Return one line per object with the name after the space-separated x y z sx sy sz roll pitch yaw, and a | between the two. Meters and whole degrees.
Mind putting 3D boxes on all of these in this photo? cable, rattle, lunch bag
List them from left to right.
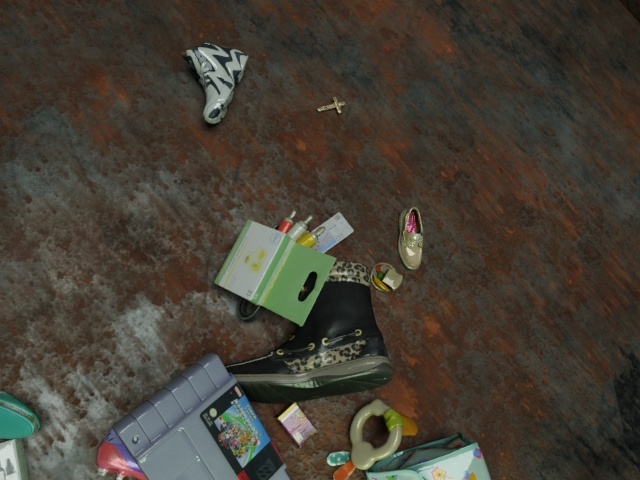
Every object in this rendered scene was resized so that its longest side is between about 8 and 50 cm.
-0.121 0.050 1.171 0.139 0.072 0.287 32 73 32 | cable
0.121 0.479 1.153 0.130 0.143 0.199 29 81 27 | rattle
0.247 0.580 1.096 0.262 0.160 0.223 -15 82 -10 | lunch bag

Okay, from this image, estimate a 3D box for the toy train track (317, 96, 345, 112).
0.029 -0.374 1.390 0.083 0.014 0.048 -19 87 -16 | toy train track

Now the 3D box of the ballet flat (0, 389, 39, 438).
-0.647 0.310 0.926 0.248 0.087 0.083 9 108 -11 | ballet flat

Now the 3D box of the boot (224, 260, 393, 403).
-0.040 0.203 1.117 0.378 0.138 0.284 -11 54 11 | boot

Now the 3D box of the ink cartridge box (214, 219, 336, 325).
-0.105 0.066 1.103 0.235 0.056 0.171 20 77 34 | ink cartridge box

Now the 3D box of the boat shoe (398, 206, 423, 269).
0.244 -0.009 1.322 0.063 0.059 0.170 0 74 -18 | boat shoe

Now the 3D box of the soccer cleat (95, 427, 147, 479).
-0.322 0.449 0.997 0.248 0.083 0.095 21 55 -12 | soccer cleat

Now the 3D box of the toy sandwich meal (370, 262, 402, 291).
0.171 0.095 1.283 0.086 0.029 0.085 5 73 -16 | toy sandwich meal

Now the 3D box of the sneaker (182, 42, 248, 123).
-0.291 -0.412 1.255 0.153 0.094 0.234 22 68 -9 | sneaker

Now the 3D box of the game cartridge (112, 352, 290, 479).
-0.208 0.425 0.964 0.230 0.068 0.355 -35 108 -30 | game cartridge

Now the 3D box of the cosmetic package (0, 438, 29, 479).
-0.672 0.444 0.894 0.239 0.060 0.098 -13 77 -21 | cosmetic package

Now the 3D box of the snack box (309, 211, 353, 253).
0.000 0.000 1.262 0.178 0.022 0.064 -36 86 -24 | snack box

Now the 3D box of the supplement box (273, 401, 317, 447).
-0.056 0.411 1.109 0.055 0.043 0.083 -36 86 -25 | supplement box
